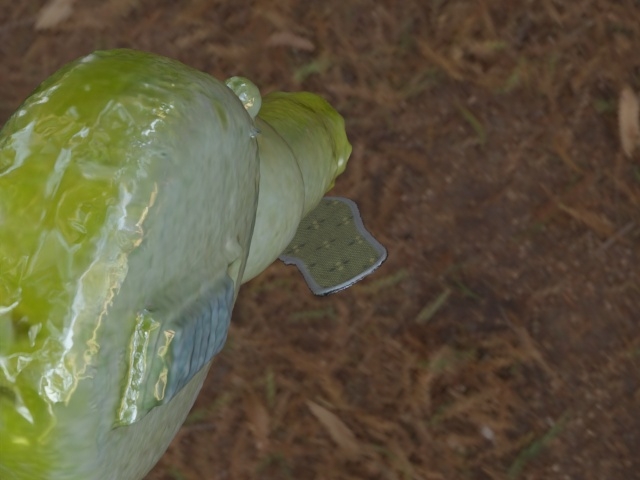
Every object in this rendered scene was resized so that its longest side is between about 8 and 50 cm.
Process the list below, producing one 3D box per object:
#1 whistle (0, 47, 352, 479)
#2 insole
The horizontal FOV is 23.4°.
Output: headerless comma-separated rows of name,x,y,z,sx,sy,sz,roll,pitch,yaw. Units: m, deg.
whistle,-0.030,-0.002,0.393,0.057,0.198,0.104,19,110,14
insole,0.000,0.000,1.530,0.109,0.007,0.322,-31,17,-3
